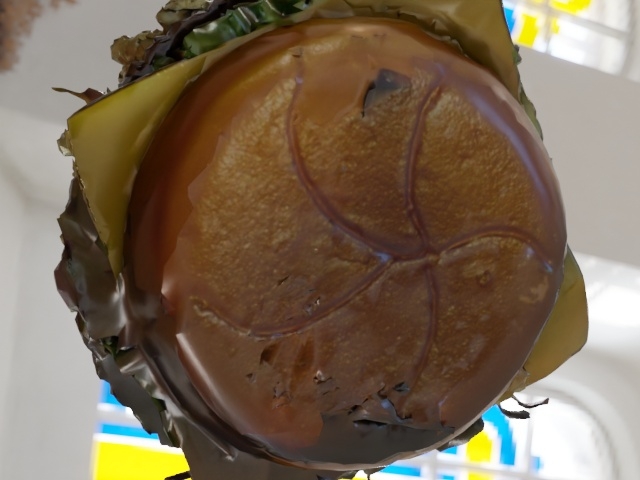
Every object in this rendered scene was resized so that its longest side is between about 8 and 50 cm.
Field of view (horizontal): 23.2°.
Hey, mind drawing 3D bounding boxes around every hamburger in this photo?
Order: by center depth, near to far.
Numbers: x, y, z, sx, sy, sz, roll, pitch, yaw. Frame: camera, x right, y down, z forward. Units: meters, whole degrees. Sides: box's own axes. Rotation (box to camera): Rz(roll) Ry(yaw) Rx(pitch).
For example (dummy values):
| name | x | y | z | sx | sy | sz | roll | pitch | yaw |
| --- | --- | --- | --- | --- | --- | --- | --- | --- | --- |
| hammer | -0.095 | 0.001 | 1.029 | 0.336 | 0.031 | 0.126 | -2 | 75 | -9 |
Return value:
| name | x | y | z | sx | sy | sz | roll | pitch | yaw |
| --- | --- | --- | --- | --- | --- | --- | --- | --- | --- |
| hamburger | 0.000 | 0.000 | 0.699 | 0.139 | 0.243 | 0.261 | 17 | -54 | 68 |
